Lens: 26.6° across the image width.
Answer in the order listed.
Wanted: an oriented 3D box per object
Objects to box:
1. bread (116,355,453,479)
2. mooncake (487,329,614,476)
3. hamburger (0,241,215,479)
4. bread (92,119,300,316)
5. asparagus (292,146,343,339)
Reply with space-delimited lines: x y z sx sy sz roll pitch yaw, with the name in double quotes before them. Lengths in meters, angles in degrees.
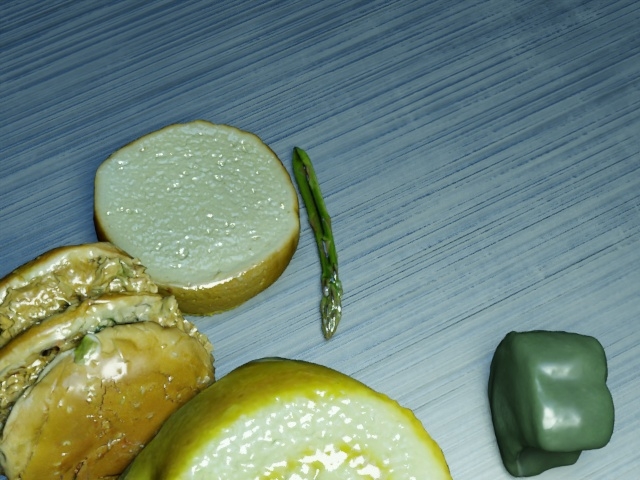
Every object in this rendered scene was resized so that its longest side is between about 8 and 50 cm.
"bread" -0.080 0.292 1.277 0.395 0.239 0.264 -32 67 -13
"mooncake" 0.235 0.172 1.377 0.104 0.175 0.168 2 102 -8
"hamburger" -0.226 0.130 1.356 0.260 0.245 0.211 6 42 -46
"bread" -0.139 -0.026 1.512 0.236 0.070 0.236 1 64 -2
"asparagus" -0.001 0.000 1.527 0.034 0.027 0.236 -11 66 -2
